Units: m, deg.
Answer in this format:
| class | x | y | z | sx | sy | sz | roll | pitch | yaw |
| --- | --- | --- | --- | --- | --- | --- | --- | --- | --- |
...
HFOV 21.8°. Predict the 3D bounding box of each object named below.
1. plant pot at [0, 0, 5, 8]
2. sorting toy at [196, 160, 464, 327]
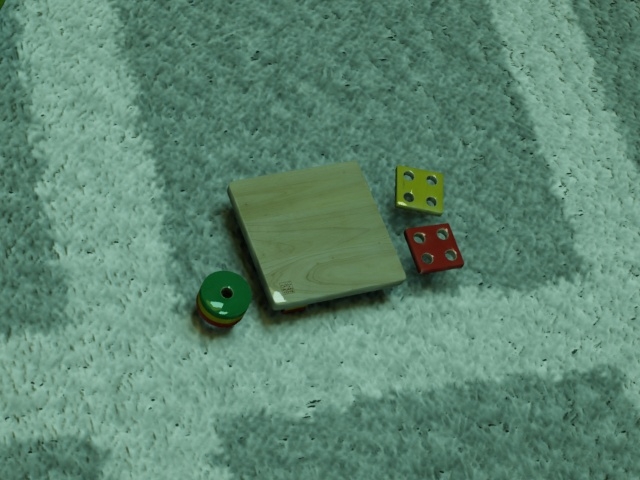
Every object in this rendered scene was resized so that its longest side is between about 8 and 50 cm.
| class | x | y | z | sx | sy | sz | roll | pitch | yaw |
| --- | --- | --- | --- | --- | --- | --- | --- | --- | --- |
| plant pot | -0.400 | -0.287 | 1.453 | 0.227 | 0.207 | 0.228 | -34 | 90 | -31 |
| sorting toy | 0.000 | 0.000 | 1.536 | 0.274 | 0.046 | 0.132 | -11 | 64 | -23 |
